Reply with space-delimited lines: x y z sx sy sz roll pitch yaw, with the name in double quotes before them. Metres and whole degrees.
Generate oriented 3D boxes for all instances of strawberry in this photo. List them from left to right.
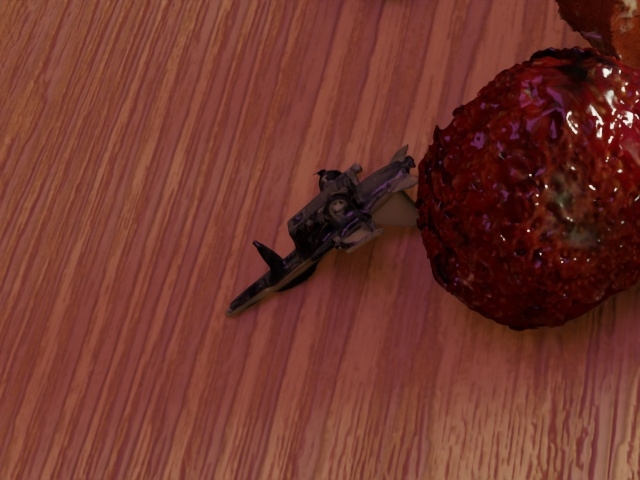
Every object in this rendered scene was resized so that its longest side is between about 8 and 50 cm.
"strawberry" 0.211 -0.067 1.189 0.274 0.220 0.274 -10 53 14

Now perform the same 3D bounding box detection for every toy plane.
"toy plane" -0.006 -0.008 1.335 0.262 0.088 0.192 -30 23 7

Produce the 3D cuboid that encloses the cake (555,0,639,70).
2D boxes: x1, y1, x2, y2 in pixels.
"cake" 0.372 -0.287 1.297 0.283 0.177 0.151 -30 50 -4
